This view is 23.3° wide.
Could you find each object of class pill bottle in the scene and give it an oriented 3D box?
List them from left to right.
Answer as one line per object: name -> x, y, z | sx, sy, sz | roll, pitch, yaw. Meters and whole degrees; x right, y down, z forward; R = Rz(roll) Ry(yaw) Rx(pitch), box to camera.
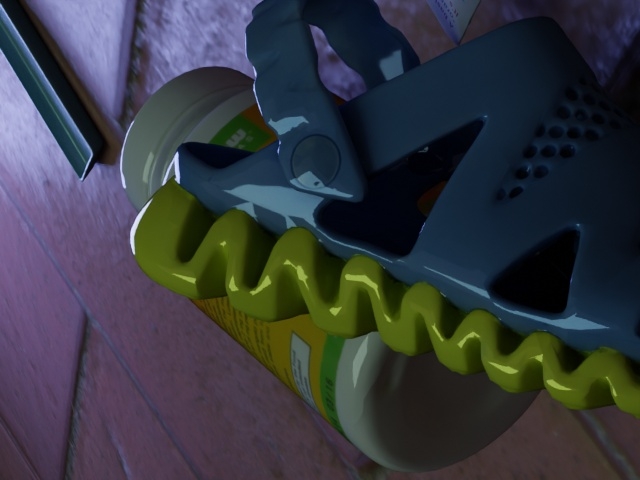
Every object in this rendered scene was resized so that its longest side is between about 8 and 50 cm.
pill bottle -> 0.000, 0.000, 0.801 | 0.245, 0.136, 0.136 | 37, 147, 43

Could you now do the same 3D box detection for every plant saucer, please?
plant saucer -> -0.232, -0.141, 1.261 | 0.192, 0.018, 0.067 | 58, 156, 8

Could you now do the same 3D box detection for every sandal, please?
sandal -> 0.071, -0.020, 0.584 | 0.317, 0.126, 0.138 | 14, 99, 23

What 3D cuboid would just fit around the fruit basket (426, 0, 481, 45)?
fruit basket -> 0.004, -0.267, 0.532 | 0.327, 0.165, 0.353 | 57, 172, 10
